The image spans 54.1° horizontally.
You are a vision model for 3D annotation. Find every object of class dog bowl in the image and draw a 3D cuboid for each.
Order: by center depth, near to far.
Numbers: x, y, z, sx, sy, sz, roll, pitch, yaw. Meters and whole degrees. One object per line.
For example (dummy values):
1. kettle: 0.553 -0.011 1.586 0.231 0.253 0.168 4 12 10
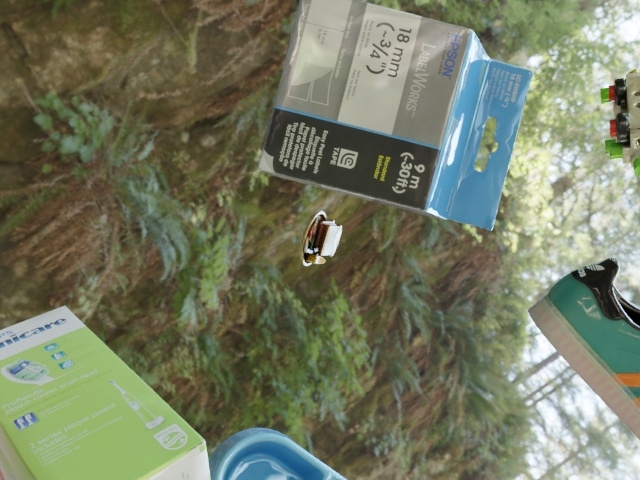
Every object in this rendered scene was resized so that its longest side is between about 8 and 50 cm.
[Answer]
1. dog bowl: -0.027 0.377 0.860 0.297 0.166 0.074 34 -26 4

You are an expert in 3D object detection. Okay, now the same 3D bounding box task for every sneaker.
1. sneaker: 0.374 0.149 0.673 0.302 0.121 0.108 46 20 5

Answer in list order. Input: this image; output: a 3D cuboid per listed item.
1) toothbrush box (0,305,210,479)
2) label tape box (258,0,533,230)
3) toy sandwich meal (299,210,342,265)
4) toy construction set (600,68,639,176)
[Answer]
1. toothbrush box: -0.221 0.220 0.590 0.283 0.122 0.206 27 -53 43
2. label tape box: 0.110 -0.167 0.836 0.106 0.333 0.241 -47 151 -88
3. toy sandwich meal: 0.000 0.000 0.838 0.029 0.086 0.086 17 -27 18
4. toy construction set: 0.564 -0.167 1.082 0.328 0.151 0.215 -87 158 -47
